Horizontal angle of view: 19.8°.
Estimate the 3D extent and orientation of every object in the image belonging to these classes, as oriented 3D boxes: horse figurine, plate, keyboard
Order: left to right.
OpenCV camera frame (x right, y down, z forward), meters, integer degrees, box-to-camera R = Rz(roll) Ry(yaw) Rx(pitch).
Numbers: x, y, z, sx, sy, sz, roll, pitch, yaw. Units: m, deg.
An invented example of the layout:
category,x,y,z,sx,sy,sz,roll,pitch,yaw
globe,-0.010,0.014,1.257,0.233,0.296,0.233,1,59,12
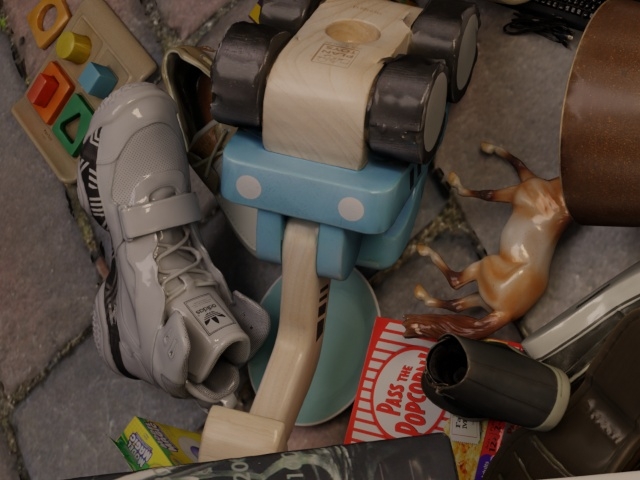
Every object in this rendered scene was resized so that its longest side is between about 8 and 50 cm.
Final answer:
category,x,y,z,sx,sy,sz,roll,pitch,yaw
plate,-0.003,0.111,2.004,0.188,0.024,0.188,-14,67,36
horse figurine,0.184,0.001,1.846,0.174,0.066,0.263,20,79,40
keyboard,0.250,-0.251,1.898,0.192,0.038,0.100,24,92,43

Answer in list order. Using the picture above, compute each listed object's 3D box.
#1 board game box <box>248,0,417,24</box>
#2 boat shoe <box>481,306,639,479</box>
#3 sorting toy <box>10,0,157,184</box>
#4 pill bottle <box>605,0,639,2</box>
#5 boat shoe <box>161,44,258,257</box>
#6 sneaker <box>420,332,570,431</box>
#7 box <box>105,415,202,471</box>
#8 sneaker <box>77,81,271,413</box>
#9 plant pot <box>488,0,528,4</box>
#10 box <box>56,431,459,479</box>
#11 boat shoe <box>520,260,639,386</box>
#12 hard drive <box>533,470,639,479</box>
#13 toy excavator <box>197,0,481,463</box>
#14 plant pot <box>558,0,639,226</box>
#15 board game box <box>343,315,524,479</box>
category,x,y,z,sx,sy,sz,roll,pitch,yaw
board game box,0.012,-0.262,2.093,0.141,0.048,0.170,-54,50,16
boat shoe,0.267,0.184,1.706,0.307,0.104,0.111,-50,59,30
sorting toy,-0.314,-0.198,2.345,0.196,0.047,0.348,-52,50,15
pill bottle,0.359,-0.316,1.770,0.122,0.122,0.219,12,84,41
boat shoe,-0.106,-0.100,2.102,0.113,0.103,0.302,-43,53,22
sneaker,0.131,0.119,1.729,0.222,0.118,0.083,1,70,64
box,-0.143,0.246,1.974,0.043,0.179,0.105,-54,51,14
sneaker,-0.154,0.018,2.011,0.210,0.137,0.366,29,128,44
plant pot,0.130,-0.366,1.909,0.274,0.256,0.256,40,103,33
box,-0.087,0.460,1.625,0.297,0.471,0.480,104,158,-63
boat shoe,0.297,0.068,1.742,0.219,0.078,0.070,-35,91,23
hard drive,0.224,0.317,1.564,0.047,0.353,0.233,116,147,-60
toy excavator,0.000,0.000,1.888,0.222,0.433,0.445,12,123,14
plant pot,0.363,-0.101,1.666,0.230,0.215,0.215,11,83,26
board game box,0.124,0.165,1.866,0.193,0.045,0.147,8,81,41
